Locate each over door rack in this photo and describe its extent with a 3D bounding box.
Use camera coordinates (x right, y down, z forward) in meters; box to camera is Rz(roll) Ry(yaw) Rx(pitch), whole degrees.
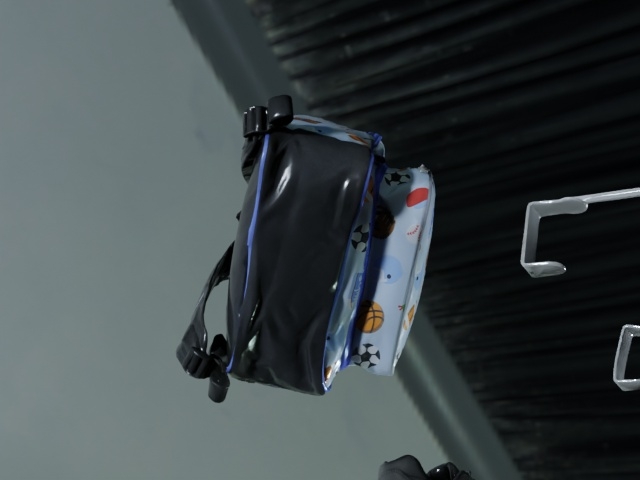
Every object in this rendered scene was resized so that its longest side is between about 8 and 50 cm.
[{"bbox_3d":[0.338,-0.012,1.053,0.239,0.324,0.108,44,35,-46],"label":"over door rack"}]

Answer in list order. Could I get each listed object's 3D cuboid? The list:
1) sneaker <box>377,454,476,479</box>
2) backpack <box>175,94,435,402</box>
[{"bbox_3d":[0.151,0.302,1.422,0.286,0.109,0.130,38,38,-47],"label":"sneaker"},{"bbox_3d":[0.000,0.000,1.303,0.213,0.263,0.277,15,103,-6],"label":"backpack"}]
